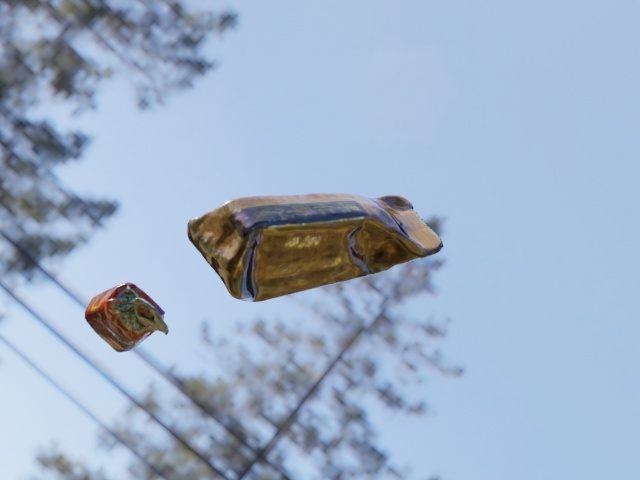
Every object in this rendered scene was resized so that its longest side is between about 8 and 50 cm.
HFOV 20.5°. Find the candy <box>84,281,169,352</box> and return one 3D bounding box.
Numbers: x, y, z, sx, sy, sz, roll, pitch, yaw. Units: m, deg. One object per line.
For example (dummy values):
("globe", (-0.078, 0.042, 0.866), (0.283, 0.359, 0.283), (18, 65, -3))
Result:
("candy", (-0.250, 0.098, 2.269), (0.086, 0.059, 0.292), (42, -17, -9))

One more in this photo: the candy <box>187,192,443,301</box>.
("candy", (0.000, 0.000, 1.967), (0.143, 0.271, 0.101), (-128, -144, -50))
